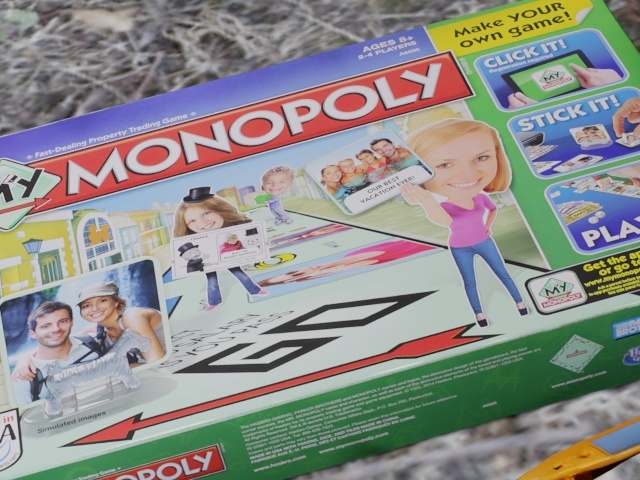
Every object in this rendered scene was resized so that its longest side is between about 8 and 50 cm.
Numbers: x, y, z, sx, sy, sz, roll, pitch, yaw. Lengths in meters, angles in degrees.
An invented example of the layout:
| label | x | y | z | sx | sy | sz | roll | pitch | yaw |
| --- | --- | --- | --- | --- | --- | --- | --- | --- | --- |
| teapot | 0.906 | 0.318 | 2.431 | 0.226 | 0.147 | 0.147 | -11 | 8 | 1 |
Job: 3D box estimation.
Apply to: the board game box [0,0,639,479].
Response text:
| label | x | y | z | sx | sy | sz | roll | pitch | yaw |
| --- | --- | --- | --- | --- | --- | --- | --- | --- | --- |
| board game box | 0.000 | 0.000 | 0.669 | 0.317 | 0.046 | 0.213 | -16 | 41 | -3 |

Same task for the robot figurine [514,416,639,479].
| label | x | y | z | sx | sy | sz | roll | pitch | yaw |
| --- | --- | --- | --- | --- | --- | --- | --- | --- | --- |
| robot figurine | 0.160 | 0.114 | 0.466 | 0.291 | 0.085 | 0.211 | -21 | 44 | -10 |
